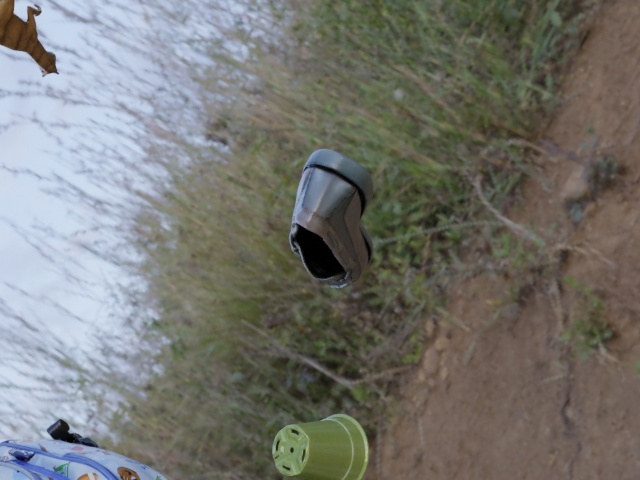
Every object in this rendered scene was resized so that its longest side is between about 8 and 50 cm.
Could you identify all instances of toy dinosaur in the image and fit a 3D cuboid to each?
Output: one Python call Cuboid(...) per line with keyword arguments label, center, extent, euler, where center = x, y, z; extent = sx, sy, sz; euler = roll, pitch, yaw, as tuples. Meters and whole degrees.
Cuboid(label="toy dinosaur", center=(-0.305, -0.206, 0.833), extent=(0.211, 0.064, 0.112), euler=(9, -106, -61))

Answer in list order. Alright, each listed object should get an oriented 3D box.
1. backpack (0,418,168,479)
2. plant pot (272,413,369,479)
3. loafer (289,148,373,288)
Cuboid(label="backpack", center=(-0.282, 0.345, 1.009), extent=(0.213, 0.263, 0.277), euler=(20, -108, -59))
Cuboid(label="plant pot", center=(-0.006, 0.220, 0.948), extent=(0.079, 0.083, 0.083), euler=(17, -76, -46))
Cuboid(label="loafer", center=(0.000, 0.000, 0.964), extent=(0.084, 0.096, 0.267), euler=(-61, -12, -21))
